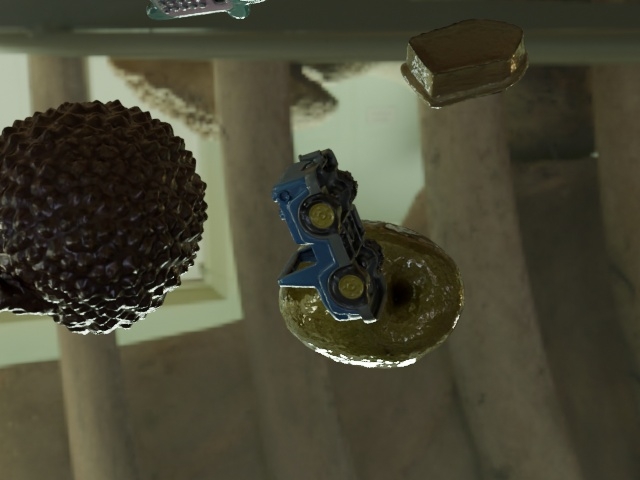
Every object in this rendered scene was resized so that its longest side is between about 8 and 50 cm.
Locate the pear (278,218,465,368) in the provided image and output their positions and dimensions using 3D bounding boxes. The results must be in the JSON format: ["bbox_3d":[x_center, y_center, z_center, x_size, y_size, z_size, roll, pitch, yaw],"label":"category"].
[{"bbox_3d":[0.062,0.069,1.357,0.228,0.188,0.211,13,173,-22],"label":"pear"}]

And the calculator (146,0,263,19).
[{"bbox_3d":[-0.100,-0.222,0.926,0.141,0.019,0.094,-3,156,19],"label":"calculator"}]

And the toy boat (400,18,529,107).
[{"bbox_3d":[0.220,-0.264,1.526,0.188,0.061,0.116,-18,-133,-14],"label":"toy boat"}]

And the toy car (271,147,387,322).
[{"bbox_3d":[0.000,0.000,1.125,0.100,0.191,0.097,-18,-164,19],"label":"toy car"}]

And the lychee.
[{"bbox_3d":[-0.301,-0.031,1.343,0.306,0.306,0.330,8,-124,45],"label":"lychee"}]
